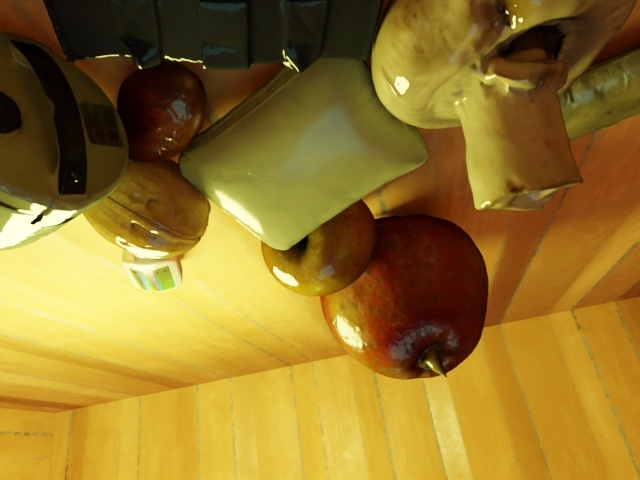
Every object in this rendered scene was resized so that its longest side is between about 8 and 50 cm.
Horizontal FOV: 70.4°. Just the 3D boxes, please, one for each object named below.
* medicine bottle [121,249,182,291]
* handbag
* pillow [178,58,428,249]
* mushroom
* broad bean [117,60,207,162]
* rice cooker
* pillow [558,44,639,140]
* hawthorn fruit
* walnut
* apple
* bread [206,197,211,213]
[{"bbox_3d":[-0.380,0.045,1.021,0.115,0.078,0.219,-2,153,-10],"label":"medicine bottle"},{"bbox_3d":[-0.095,-0.275,0.437,0.326,0.118,0.269,-3,146,-11],"label":"handbag"},{"bbox_3d":[-0.027,-0.129,0.694,0.322,0.119,0.255,-31,129,23],"label":"pillow"},{"bbox_3d":[0.216,-0.187,0.507,0.293,0.290,0.292,-14,165,-4],"label":"mushroom"},{"bbox_3d":[-0.221,-0.177,0.626,0.114,0.084,0.165,20,139,-22],"label":"broad bean"},{"bbox_3d":[-0.371,-0.114,0.556,0.244,0.226,0.226,-23,151,35],"label":"rice cooker"},{"bbox_3d":[0.479,-0.243,0.734,0.302,0.075,0.185,-24,153,21],"label":"pillow"},{"bbox_3d":[0.209,0.144,1.052,0.403,0.402,0.403,-7,154,-4],"label":"hawthorn fruit"},{"bbox_3d":[-0.277,-0.057,0.732,0.197,0.165,0.165,38,137,-11],"label":"walnut"},{"bbox_3d":[0.000,0.000,0.917,0.237,0.237,0.207,-24,166,27],"label":"apple"},{"bbox_3d":[-0.289,-0.055,0.867,0.156,0.064,0.117,-8,155,1],"label":"bread"}]
